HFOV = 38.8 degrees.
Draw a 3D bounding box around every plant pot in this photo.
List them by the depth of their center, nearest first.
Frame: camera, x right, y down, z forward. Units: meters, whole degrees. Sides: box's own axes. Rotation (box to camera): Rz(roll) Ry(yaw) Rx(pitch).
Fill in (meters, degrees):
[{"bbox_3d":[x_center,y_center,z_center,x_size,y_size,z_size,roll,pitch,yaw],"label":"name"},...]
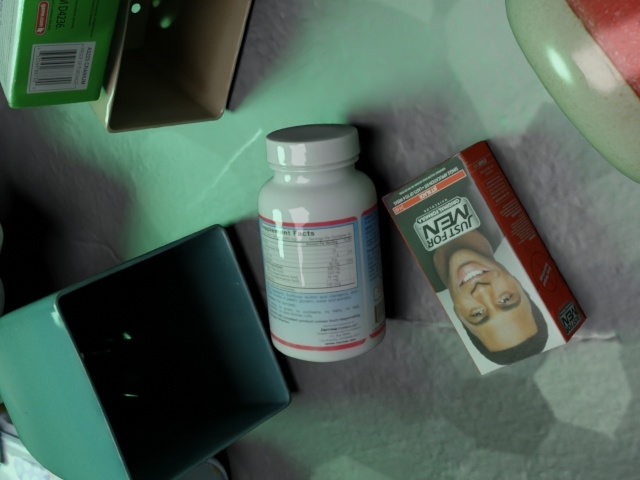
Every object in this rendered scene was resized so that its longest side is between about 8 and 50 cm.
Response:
[{"bbox_3d":[-0.133,-0.156,0.686,0.096,0.109,0.109,39,126,32],"label":"plant pot"},{"bbox_3d":[-0.182,0.106,0.786,0.234,0.166,0.165,-14,100,47],"label":"plant pot"}]

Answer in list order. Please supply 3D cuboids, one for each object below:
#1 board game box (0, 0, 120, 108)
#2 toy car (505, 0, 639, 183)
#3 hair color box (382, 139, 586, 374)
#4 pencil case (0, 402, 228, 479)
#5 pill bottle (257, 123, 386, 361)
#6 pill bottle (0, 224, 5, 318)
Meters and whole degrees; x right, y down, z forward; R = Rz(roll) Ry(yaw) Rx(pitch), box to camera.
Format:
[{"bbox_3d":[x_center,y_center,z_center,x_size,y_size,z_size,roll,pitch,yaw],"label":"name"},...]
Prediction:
[{"bbox_3d":[-0.208,-0.287,0.607,0.316,0.064,0.242,63,146,26],"label":"board game box"},{"bbox_3d":[0.208,-0.144,0.402,0.238,0.210,0.219,-38,95,26],"label":"toy car"},{"bbox_3d":[0.110,0.012,0.615,0.072,0.043,0.141,-31,90,38],"label":"hair color box"},{"bbox_3d":[-0.220,0.232,0.883,0.273,0.113,0.124,9,133,31],"label":"pencil case"},{"bbox_3d":[0.000,0.000,0.659,0.087,0.087,0.160,7,111,33],"label":"pill bottle"},{"bbox_3d":[-0.388,0.088,0.864,0.153,0.153,0.264,35,122,19],"label":"pill bottle"}]
